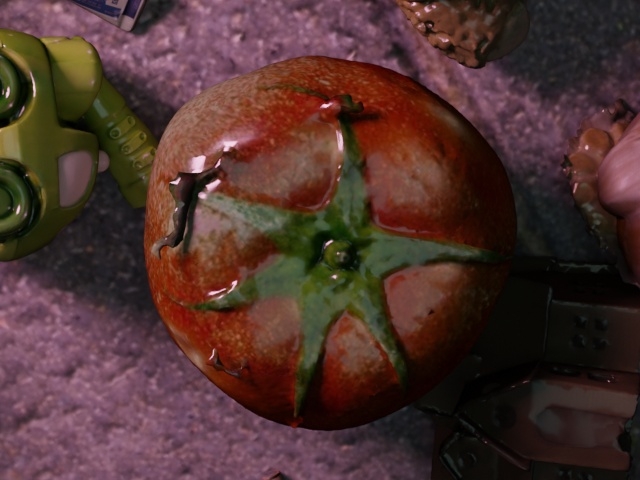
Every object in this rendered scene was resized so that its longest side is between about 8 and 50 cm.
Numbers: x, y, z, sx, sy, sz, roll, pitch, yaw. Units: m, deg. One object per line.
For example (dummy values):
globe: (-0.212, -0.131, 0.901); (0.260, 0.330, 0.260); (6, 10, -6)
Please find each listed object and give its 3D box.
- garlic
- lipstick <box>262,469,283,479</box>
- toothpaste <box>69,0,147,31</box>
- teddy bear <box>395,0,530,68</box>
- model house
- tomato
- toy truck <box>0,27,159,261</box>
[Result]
garlic: (0.299, -0.090, 1.305); (0.207, 0.207, 0.256); (-13, 111, -3)
lipstick: (-0.030, 0.256, 1.413); (0.019, 0.019, 0.094); (-19, 101, -2)
toothpaste: (-0.240, -0.237, 1.301); (0.197, 0.035, 0.057); (23, 122, -9)
teddy bear: (0.123, -0.304, 1.266); (0.256, 0.156, 0.267); (-48, 140, 4)
model house: (0.151, 0.126, 1.333); (0.243, 0.204, 0.211); (6, 100, 10)
tomato: (0.000, 0.000, 1.261); (0.303, 0.239, 0.303); (-1, 96, -5)
toy truck: (-0.233, -0.093, 1.280); (0.210, 0.148, 0.187); (-24, 101, -25)
